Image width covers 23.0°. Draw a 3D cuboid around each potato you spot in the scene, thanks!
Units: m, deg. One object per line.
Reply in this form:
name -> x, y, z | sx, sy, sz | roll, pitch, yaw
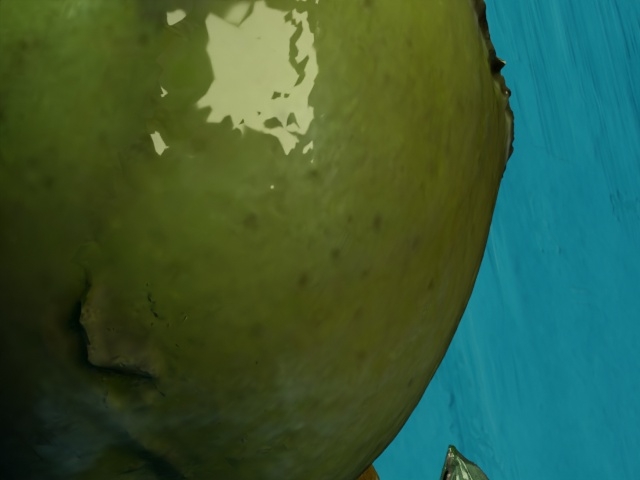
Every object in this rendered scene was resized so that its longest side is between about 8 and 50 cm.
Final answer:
potato -> -0.112, 0.006, 0.844 | 0.442, 0.386, 0.319 | 78, 24, -55

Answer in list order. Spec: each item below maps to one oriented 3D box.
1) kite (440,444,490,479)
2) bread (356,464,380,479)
kite -> 0.148, 0.299, 1.313 | 0.323, 0.013, 0.267 | 0, 71, -49
bread -> 0.011, 0.198, 1.185 | 0.090, 0.035, 0.094 | -40, 103, -50
